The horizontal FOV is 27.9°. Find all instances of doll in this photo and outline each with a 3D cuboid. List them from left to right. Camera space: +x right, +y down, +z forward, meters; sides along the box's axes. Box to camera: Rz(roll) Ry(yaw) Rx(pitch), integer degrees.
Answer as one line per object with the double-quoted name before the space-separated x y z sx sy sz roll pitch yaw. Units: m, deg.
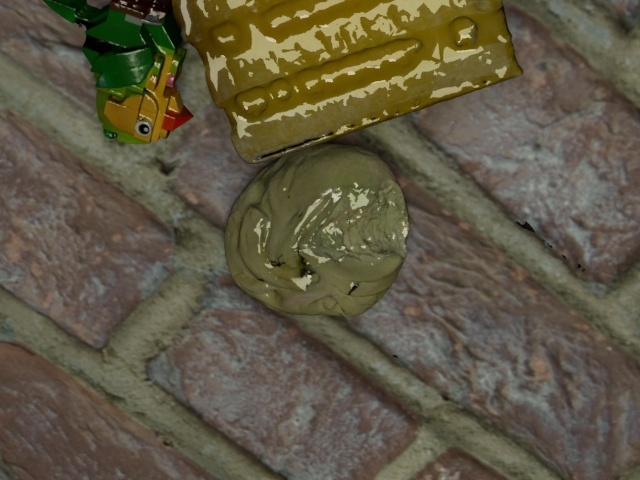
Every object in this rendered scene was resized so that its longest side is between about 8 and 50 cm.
"doll" -0.213 -0.195 1.421 0.134 0.106 0.186 -7 118 12

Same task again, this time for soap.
"soap" 0.020 -0.268 1.348 0.335 0.156 0.293 -20 118 12

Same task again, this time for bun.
"bun" 0.000 0.000 1.514 0.210 0.116 0.237 35 116 -15
